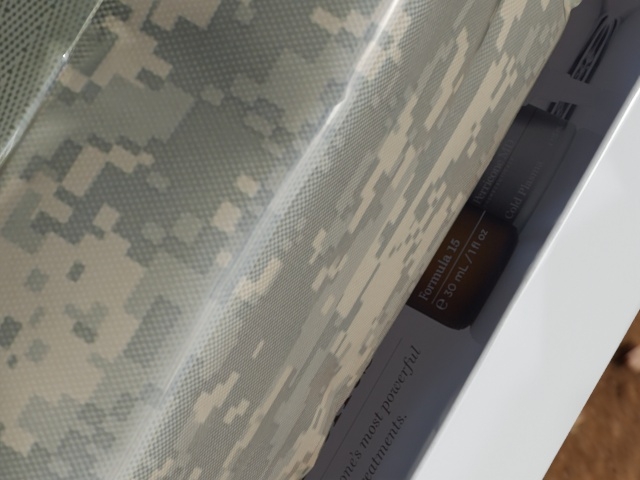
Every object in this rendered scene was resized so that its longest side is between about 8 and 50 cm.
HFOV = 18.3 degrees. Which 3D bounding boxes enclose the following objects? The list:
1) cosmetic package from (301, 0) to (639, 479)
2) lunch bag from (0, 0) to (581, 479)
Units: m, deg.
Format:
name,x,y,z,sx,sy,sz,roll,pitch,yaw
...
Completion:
name,x,y,z,sx,sy,sz,roll,pitch,yaw
cosmetic package,0.000,0.000,0.926,0.097,0.284,0.377,33,85,-49
lunch bag,-0.117,-0.052,0.430,0.287,0.169,0.235,30,85,15
